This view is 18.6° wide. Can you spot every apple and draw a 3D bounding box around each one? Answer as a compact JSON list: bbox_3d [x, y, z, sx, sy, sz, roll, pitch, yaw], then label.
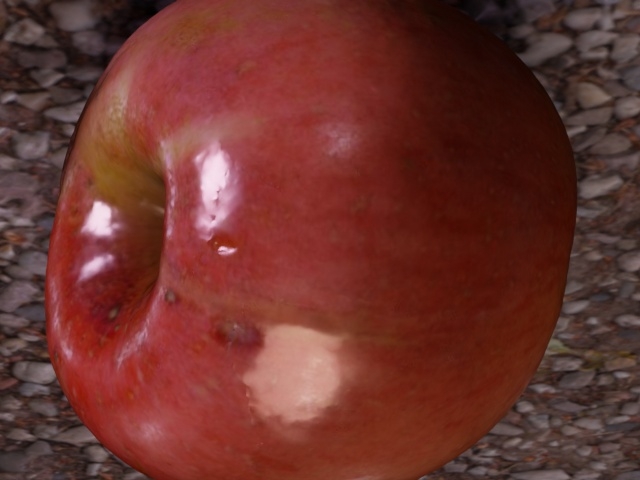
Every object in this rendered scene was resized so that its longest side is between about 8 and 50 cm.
[{"bbox_3d":[0.000,0.000,1.328,0.364,0.364,0.364,-1,146,-1],"label":"apple"}]
